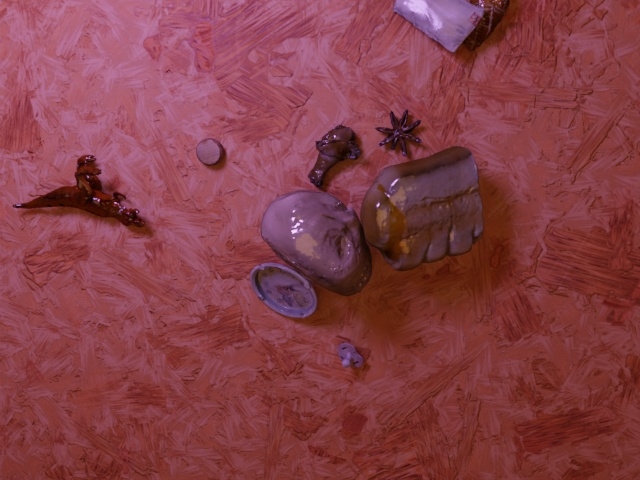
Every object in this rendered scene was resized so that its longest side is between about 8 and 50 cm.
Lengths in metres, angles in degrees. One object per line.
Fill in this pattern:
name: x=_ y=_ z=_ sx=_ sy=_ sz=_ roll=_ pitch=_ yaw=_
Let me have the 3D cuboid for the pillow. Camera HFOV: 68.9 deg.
pillow: x=0.316 y=-0.623 z=1.265 sx=0.229 sy=0.051 sz=0.128 roll=40 pitch=113 yaw=11

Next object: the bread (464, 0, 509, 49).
bread: x=0.454 y=-0.636 z=1.260 sx=0.105 sy=0.076 sz=0.232 roll=17 pitch=106 yaw=2

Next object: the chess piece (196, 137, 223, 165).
chess piece: x=-0.338 y=-0.270 z=1.424 sx=0.084 sy=0.038 sz=0.083 roll=2 pitch=104 yaw=6

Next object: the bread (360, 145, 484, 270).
bread: x=0.266 y=-0.082 z=1.311 sx=0.342 sy=0.210 sz=0.300 roll=-21 pitch=108 yaw=-9

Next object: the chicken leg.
chicken leg: x=0.028 y=-0.252 z=1.383 sx=0.196 sy=0.080 sz=0.125 roll=-39 pitch=110 yaw=12

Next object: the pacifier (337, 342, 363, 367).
pacifier: x=0.089 y=0.389 z=1.530 sx=0.081 sy=0.078 sz=0.099 roll=-33 pitch=100 yaw=32

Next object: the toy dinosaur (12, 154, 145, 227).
toy dinosaur: x=-0.745 y=-0.158 z=1.456 sx=0.433 sy=0.097 sz=0.208 roll=14 pitch=113 yaw=5

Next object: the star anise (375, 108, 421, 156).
star anise: x=0.232 y=-0.318 z=1.367 sx=0.141 sy=0.042 sz=0.141 roll=2 pitch=104 yaw=7

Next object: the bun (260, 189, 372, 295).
bun: x=0.000 y=0.000 z=1.327 sx=0.362 sy=0.326 sz=0.234 roll=39 pitch=81 yaw=-19

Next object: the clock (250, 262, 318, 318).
clock: x=-0.109 y=0.147 z=1.461 sx=0.237 sy=0.053 sz=0.236 roll=15 pitch=134 yaw=16
